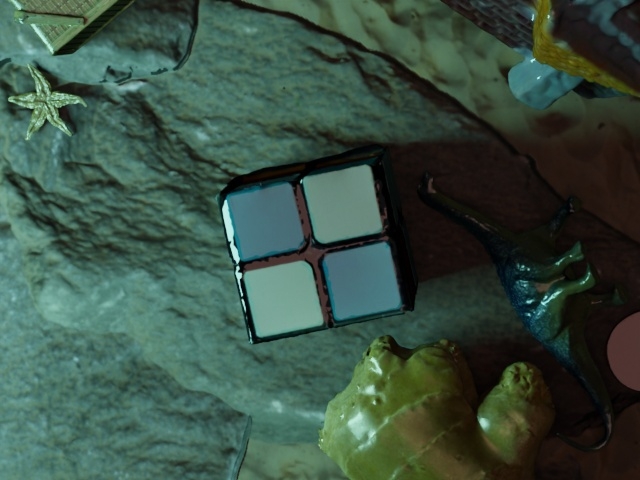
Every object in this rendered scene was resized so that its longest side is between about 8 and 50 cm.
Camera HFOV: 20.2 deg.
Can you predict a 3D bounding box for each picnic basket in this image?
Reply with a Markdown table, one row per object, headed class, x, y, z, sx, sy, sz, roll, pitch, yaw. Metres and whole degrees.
| class | x | y | z | sx | sy | sz | roll | pitch | yaw |
| --- | --- | --- | --- | --- | --- | --- | --- | --- | --- |
| picnic basket | -0.247 | -0.275 | 1.933 | 0.164 | 0.115 | 0.079 | -38 | 92 | 8 |

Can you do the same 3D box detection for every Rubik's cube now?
| class | x | y | z | sx | sy | sz | roll | pitch | yaw |
| --- | --- | --- | --- | --- | --- | --- | --- | --- | --- |
| Rubik's cube | 0.000 | 0.001 | 1.918 | 0.183 | 0.180 | 0.167 | -13 | 97 | 4 |

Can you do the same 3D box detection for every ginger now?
| class | x | y | z | sx | sy | sz | roll | pitch | yaw |
| --- | --- | --- | --- | --- | --- | --- | --- | --- | --- |
| ginger | 0.183 | 0.252 | 1.982 | 0.375 | 0.166 | 0.236 | 35 | 83 | -18 |

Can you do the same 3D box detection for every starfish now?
| class | x | y | z | sx | sy | sz | roll | pitch | yaw |
| --- | --- | --- | --- | --- | --- | --- | --- | --- | --- |
| starfish | -0.304 | -0.156 | 2.005 | 0.092 | 0.016 | 0.086 | -3 | 99 | 11 |

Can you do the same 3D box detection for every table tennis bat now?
| class | x | y | z | sx | sy | sz | roll | pitch | yaw |
| --- | --- | --- | --- | --- | --- | --- | --- | --- | --- |
| table tennis bat | 0.392 | 0.114 | 1.984 | 0.158 | 0.014 | 0.095 | -16 | 95 | 9 |

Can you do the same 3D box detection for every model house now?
| class | x | y | z | sx | sy | sz | roll | pitch | yaw |
| --- | --- | --- | --- | --- | --- | --- | --- | --- | --- |
| model house | 0.252 | -0.271 | 1.768 | 0.360 | 0.297 | 0.339 | 28 | 133 | -32 |

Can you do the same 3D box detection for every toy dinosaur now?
| class | x | y | z | sx | sy | sz | roll | pitch | yaw |
| --- | --- | --- | --- | --- | --- | --- | --- | --- | --- |
| toy dinosaur | 0.251 | 0.054 | 1.959 | 0.147 | 0.076 | 0.363 | -31 | 94 | 30 |
